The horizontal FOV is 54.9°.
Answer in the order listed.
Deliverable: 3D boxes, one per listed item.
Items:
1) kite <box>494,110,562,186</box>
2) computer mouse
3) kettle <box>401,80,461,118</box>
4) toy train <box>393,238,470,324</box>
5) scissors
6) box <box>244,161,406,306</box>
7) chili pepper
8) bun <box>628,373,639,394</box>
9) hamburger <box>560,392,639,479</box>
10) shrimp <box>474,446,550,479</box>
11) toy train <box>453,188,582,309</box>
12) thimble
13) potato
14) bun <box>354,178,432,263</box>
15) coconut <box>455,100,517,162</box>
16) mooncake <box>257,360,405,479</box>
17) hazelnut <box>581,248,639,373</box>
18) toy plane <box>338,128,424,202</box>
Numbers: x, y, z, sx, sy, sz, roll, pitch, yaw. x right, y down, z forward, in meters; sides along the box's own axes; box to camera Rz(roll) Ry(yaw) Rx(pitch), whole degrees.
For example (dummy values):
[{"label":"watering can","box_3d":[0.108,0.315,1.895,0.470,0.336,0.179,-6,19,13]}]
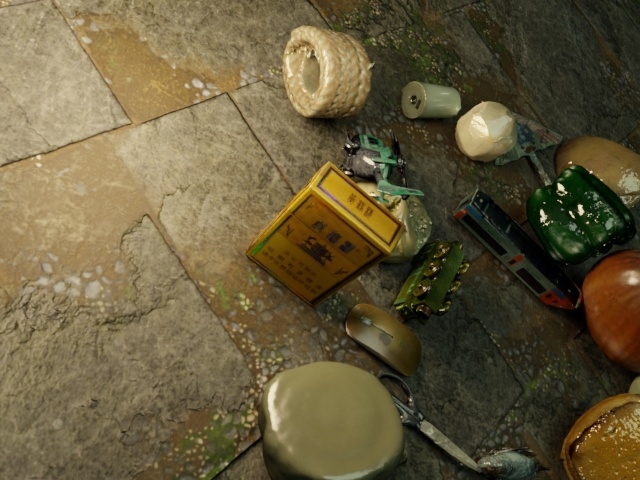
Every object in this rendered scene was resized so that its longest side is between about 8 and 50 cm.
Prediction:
[{"label":"kite","box_3d":[0.634,-0.287,1.881,0.335,0.011,0.314,-21,75,-29]},{"label":"computer mouse","box_3d":[0.144,0.217,1.353,0.199,0.045,0.102,38,52,-10]},{"label":"kettle","box_3d":[0.301,-0.388,1.713,0.148,0.127,0.098,-6,103,-35]},{"label":"toy train","box_3d":[0.253,0.094,1.420,0.090,0.137,0.225,44,57,-14]},{"label":"scissors","box_3d":[0.225,0.399,1.311,0.300,0.022,0.109,39,54,-2]},{"label":"box","box_3d":[0.000,0.000,1.211,0.193,0.301,0.084,38,52,-9]},{"label":"chili pepper","box_3d":[0.700,-0.064,1.680,0.257,0.233,0.248,60,26,12]},{"label":"bun","box_3d":[0.931,0.477,1.612,0.283,0.179,0.283,11,36,-8]},{"label":"hamburger","box_3d":[0.726,0.520,1.433,0.284,0.174,0.304,-29,77,-4]},{"label":"shrimp","box_3d":[0.438,0.507,1.372,0.232,0.079,0.090,15,65,-29]},{"label":"toy train","box_3d":[0.524,0.036,1.632,0.409,0.089,0.086,43,46,-7]},{"label":"thimble","box_3d":[0.014,-0.400,1.483,0.148,0.196,0.229,-1,38,-34]},{"label":"potato","box_3d":[0.850,-0.208,1.873,0.211,0.189,0.264,-32,86,-36]},{"label":"bun","box_3d":[0.166,-0.054,1.449,0.237,0.116,0.210,11,62,-23]},{"label":"coconut","box_3d":[0.467,-0.306,1.714,0.161,0.162,0.161,13,61,-25]},{"label":"mooncake","box_3d":[0.015,0.352,1.129,0.274,0.135,0.275,10,42,-9]},{"label":"hazelnut","box_3d":[0.869,0.176,1.608,0.372,0.372,0.315,23,59,-19]},{"label":"toy plane","box_3d":[0.128,-0.173,1.398,0.155,0.106,0.382,5,23,-4]}]
